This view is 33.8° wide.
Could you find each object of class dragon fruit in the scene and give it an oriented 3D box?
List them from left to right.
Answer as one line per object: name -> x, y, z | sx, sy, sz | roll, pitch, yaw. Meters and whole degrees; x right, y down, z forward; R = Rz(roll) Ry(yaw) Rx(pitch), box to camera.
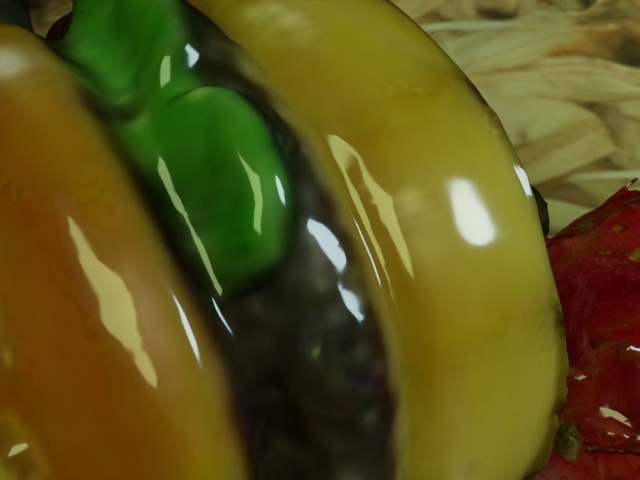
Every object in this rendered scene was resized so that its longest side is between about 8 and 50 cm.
dragon fruit -> 0.208, 0.063, 0.655 | 0.205, 0.210, 0.268 | 16, 68, 31

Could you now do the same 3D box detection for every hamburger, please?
hamburger -> -0.081, 0.050, 0.578 | 0.277, 0.396, 0.396 | -20, 76, -29

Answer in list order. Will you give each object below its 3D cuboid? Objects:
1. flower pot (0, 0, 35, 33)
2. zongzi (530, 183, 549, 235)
flower pot -> -0.248, -0.325, 0.824 | 0.254, 0.164, 0.367 | 14, 87, 21
zongzi -> 0.000, 0.000, 0.760 | 0.247, 0.111, 0.241 | 39, 101, 20
